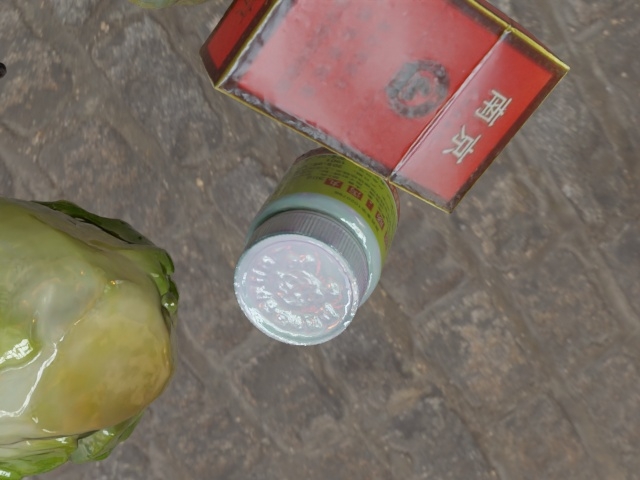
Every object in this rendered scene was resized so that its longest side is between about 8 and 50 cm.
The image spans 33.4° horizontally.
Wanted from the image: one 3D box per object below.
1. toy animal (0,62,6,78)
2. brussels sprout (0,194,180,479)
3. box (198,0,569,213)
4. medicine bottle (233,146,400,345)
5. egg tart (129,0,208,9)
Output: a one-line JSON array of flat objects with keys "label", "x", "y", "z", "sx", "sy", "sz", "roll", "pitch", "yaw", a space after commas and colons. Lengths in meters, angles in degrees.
[{"label": "toy animal", "x": -0.316, "y": -0.062, "z": 0.567, "sx": 0.324, "sy": 0.195, "sz": 0.090, "roll": -2, "pitch": 115, "yaw": 30}, {"label": "brussels sprout", "x": -0.241, "y": 0.073, "z": 0.845, "sx": 0.259, "sy": 0.294, "sz": 0.227, "roll": -5, "pitch": 100, "yaw": -41}, {"label": "box", "x": 0.051, "y": -0.134, "z": 0.797, "sx": 0.240, "sy": 0.074, "sz": 0.153, "roll": 25, "pitch": 109, "yaw": -34}, {"label": "medicine bottle", "x": 0.000, "y": 0.000, "z": 1.085, "sx": 0.139, "sy": 0.225, "sz": 0.139, "roll": 5, "pitch": 116, "yaw": 11}, {"label": "egg tart", "x": -0.098, "y": -0.377, "z": 1.031, "sx": 0.132, "sy": 0.345, "sz": 0.345, "roll": 23, "pitch": 111, "yaw": 27}]
